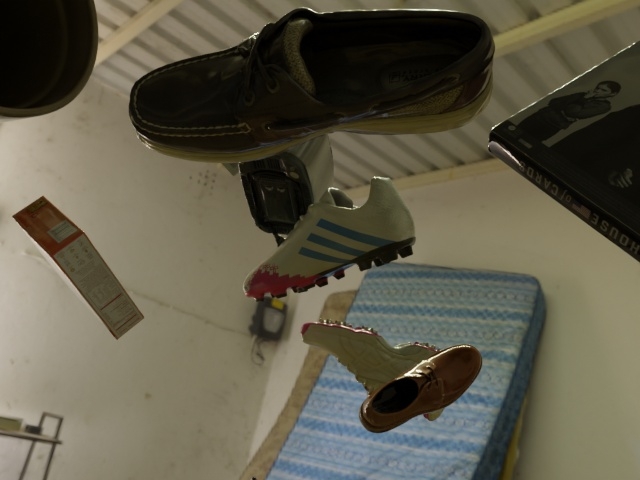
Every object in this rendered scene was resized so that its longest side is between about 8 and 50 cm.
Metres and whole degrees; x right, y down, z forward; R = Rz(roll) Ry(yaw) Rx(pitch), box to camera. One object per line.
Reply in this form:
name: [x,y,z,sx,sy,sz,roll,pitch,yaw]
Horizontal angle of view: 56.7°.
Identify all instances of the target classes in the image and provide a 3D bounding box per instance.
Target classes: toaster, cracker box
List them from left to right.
cracker box: [-0.413,0.050,1.023,0.156,0.067,0.232,31,-29,36]
toaster: [-0.050,-0.109,1.032,0.129,0.146,0.227,9,-42,20]

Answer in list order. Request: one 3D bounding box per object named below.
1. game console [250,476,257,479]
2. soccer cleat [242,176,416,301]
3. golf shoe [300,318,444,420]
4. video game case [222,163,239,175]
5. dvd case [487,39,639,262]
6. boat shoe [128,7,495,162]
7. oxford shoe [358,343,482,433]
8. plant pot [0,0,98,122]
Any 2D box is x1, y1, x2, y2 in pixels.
game console: [-0.145,0.470,0.935,0.085,0.144,0.124,38,26,29]
soccer cleat: [0.000,0.000,0.966,0.331,0.143,0.116,-21,-7,30]
golf shoe: [0.099,0.233,1.088,0.306,0.140,0.115,15,-9,12]
video game case: [-0.198,-0.286,1.378,0.212,0.193,0.023,49,7,-26]
dvd case: [0.278,-0.085,0.446,0.179,0.239,0.029,48,-18,36]
boat shoe: [-0.014,-0.124,0.442,0.285,0.102,0.092,-2,-18,7]
oxford shoe: [0.157,0.211,0.866,0.212,0.076,0.076,-27,-26,-19]
plant pot: [-0.516,-0.298,0.784,0.281,0.323,0.323,-6,-26,29]
